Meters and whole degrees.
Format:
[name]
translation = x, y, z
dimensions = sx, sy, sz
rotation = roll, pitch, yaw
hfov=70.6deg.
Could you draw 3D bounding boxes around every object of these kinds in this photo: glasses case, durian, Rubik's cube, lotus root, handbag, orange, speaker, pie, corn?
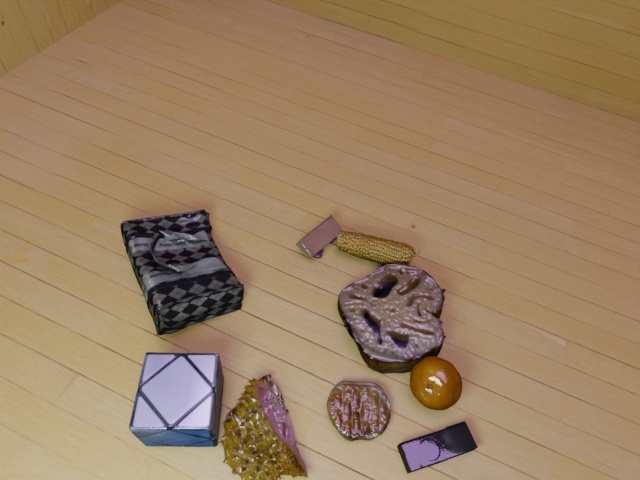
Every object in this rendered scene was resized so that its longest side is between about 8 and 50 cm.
[glasses case]
translation = 0.000, 0.000, 1.702
dimensions = 0.193, 0.070, 0.102
rotation = -40, 95, -32
[durian]
translation = -0.185, 0.548, 1.257
dimensions = 0.195, 0.185, 0.305
rotation = -28, 68, 2
[Rubik's cube]
translation = -0.379, 0.439, 1.239
dimensions = 0.205, 0.205, 0.207
rotation = 3, 53, -5
[lotus root]
translation = 0.238, 0.249, 1.519
dimensions = 0.374, 0.111, 0.390
rotation = 19, 56, 9
[handbag]
translation = -0.460, 0.077, 1.528
dimensions = 0.316, 0.180, 0.416
rotation = -17, 53, -28
[orange]
translation = 0.352, 0.431, 1.373
dimensions = 0.159, 0.159, 0.136
rotation = 43, 18, 22
[speaker]
translation = 0.338, 0.598, 1.311
dimensions = 0.218, 0.044, 0.082
rotation = -11, 56, -14
[pie]
translation = 0.114, 0.507, 1.349
dimensions = 0.195, 0.046, 0.195
rotation = 3, 52, -4
[corn]
translation = 0.208, 0.036, 1.672
dimensions = 0.310, 0.101, 0.101
rotation = 11, 53, 4
